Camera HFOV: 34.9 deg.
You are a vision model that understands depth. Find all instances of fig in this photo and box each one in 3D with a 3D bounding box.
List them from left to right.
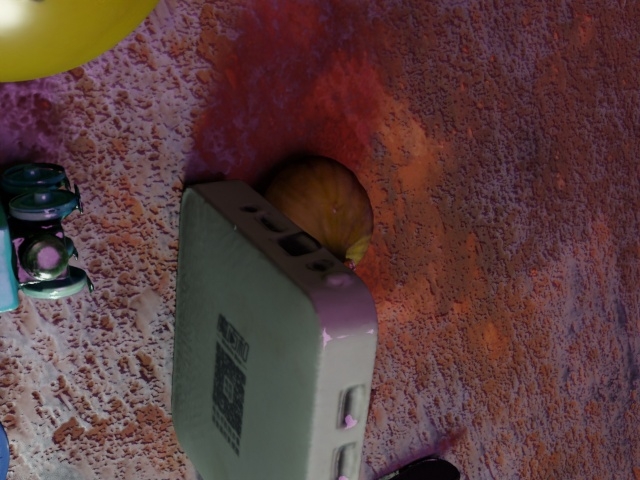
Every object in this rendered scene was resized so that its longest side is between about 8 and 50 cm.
[{"bbox_3d":[-0.014,-0.007,1.217,0.143,0.231,0.160,21,111,4],"label":"fig"}]

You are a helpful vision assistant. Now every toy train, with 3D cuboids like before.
[{"bbox_3d":[-0.322,-0.003,1.015,0.163,0.203,0.112,-9,112,-20],"label":"toy train"}]

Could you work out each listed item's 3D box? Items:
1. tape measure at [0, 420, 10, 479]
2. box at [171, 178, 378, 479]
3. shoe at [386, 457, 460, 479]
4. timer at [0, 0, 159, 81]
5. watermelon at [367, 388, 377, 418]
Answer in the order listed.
[{"bbox_3d":[-0.400,0.258,1.159,0.351,0.098,0.215,10,108,-38],"label":"tape measure"},{"bbox_3d":[-0.064,0.150,1.148,0.090,0.367,0.373,-6,116,-29],"label":"box"},{"bbox_3d":[0.145,0.395,1.605,0.159,0.062,0.053,-16,133,-27],"label":"shoe"},{"bbox_3d":[-0.294,-0.317,0.789,0.376,0.376,0.387,-51,133,-2],"label":"timer"},{"bbox_3d":[-0.030,0.280,1.353,0.256,0.193,0.140,-53,130,-20],"label":"watermelon"}]
